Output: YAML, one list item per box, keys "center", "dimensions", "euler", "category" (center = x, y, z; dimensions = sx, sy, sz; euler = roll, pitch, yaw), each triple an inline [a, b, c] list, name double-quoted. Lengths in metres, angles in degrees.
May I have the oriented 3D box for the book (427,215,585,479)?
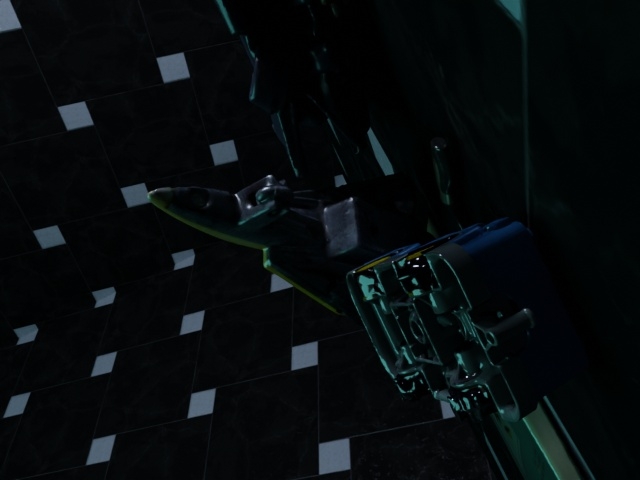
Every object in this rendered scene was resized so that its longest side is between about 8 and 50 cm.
- center: [0.179, 0.132, 0.685]
  dimensions: [0.264, 0.031, 0.379]
  euler: [61, -175, -51]
  category: "book"

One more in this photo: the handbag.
- center: [-0.049, -0.239, 0.598]
  dimensions: [0.329, 0.121, 0.303]
  euler: [-105, -10, -71]
  category: "handbag"

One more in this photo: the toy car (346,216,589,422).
- center: [0.091, 0.042, 0.387]
  dimensions: [0.097, 0.100, 0.191]
  euler: [65, 163, 0]
  category: "toy car"

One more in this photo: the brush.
- center: [0.099, -0.030, 0.474]
  dimensions: [0.063, 0.016, 0.193]
  euler: [65, -177, 25]
  category: "brush"

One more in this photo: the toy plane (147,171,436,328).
- center: [0.010, -0.004, 0.505]
  dimensions: [0.316, 0.103, 0.204]
  euler: [23, -126, -50]
  category: "toy plane"
